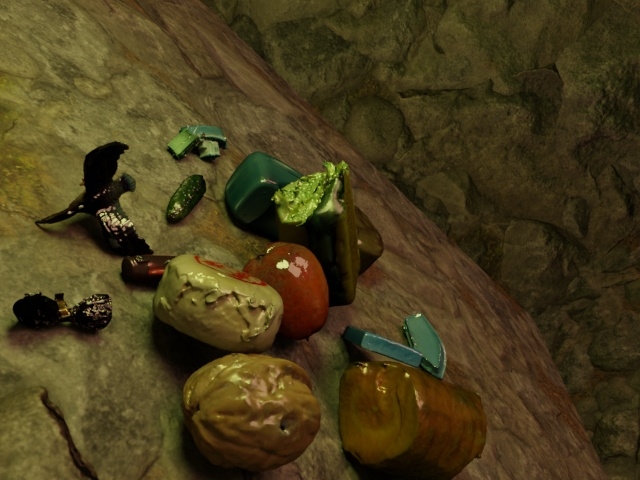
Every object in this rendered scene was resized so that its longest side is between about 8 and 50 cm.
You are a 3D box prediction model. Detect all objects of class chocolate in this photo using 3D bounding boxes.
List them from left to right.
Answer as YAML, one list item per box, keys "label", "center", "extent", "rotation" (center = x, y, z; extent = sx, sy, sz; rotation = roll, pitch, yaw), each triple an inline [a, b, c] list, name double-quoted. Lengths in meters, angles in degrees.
- label: "chocolate"
  center: [-0.405, 0.107, 0.757]
  extent: [0.147, 0.072, 0.070]
  rotation: [24, 19, -52]

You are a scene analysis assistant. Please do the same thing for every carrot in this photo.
- label: "carrot"
  center: [0.213, 0.413, 1.090]
  extent: [0.341, 0.241, 0.241]
  rotation: [29, 28, -29]

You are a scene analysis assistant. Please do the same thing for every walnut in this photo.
- label: "walnut"
  center: [-0.111, 0.286, 0.812]
  extent: [0.245, 0.198, 0.198]
  rotation: [22, 32, -41]

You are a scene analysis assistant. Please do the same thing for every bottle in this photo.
- label: "bottle"
  center: [-0.325, 0.056, 0.986]
  extent: [0.164, 0.060, 0.060]
  rotation: [6, 45, -56]

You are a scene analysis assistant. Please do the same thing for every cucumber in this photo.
- label: "cucumber"
  center: [-0.342, -0.109, 1.233]
  extent: [0.069, 0.069, 0.227]
  rotation: [39, 28, -16]

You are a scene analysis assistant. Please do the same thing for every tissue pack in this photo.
- label: "tissue pack"
  center: [-0.136, -0.132, 1.445]
  extent: [0.288, 0.198, 0.206]
  rotation: [27, 29, -35]

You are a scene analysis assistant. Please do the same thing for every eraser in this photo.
- label: "eraser"
  center: [0.146, 0.262, 1.222]
  extent: [0.144, 0.042, 0.312]
  rotation: [21, -9, -2]

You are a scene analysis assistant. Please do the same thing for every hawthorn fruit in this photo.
- label: "hawthorn fruit"
  center: [-0.069, 0.135, 1.140]
  extent: [0.262, 0.211, 0.210]
  rotation: [60, 19, -16]

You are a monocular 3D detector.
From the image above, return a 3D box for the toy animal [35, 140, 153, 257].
- label: "toy animal"
  center: [-0.440, -0.068, 0.944]
  extent: [0.160, 0.197, 0.272]
  rotation: [-129, -153, -55]

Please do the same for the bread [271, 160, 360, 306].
- label: "bread"
  center: [0.000, 0.000, 1.302]
  extent: [0.251, 0.209, 0.376]
  rotation: [-68, 151, -52]

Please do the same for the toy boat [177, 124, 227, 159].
- label: "toy boat"
  center: [-0.360, -0.302, 1.522]
  extent: [0.215, 0.089, 0.102]
  rotation: [-20, 102, -66]

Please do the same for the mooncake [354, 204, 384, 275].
- label: "mooncake"
  center: [0.091, -0.021, 1.716]
  extent: [0.284, 0.155, 0.284]
  rotation: [35, 26, -20]

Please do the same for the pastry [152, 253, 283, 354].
- label: "pastry"
  center: [-0.191, 0.119, 0.918]
  extent: [0.265, 0.133, 0.265]
  rotation: [24, 1, -1]

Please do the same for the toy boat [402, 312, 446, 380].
- label: "toy boat"
  center: [0.353, 0.360, 1.617]
  extent: [0.098, 0.110, 0.237]
  rotation: [72, -1, -46]

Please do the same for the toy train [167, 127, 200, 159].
- label: "toy train"
  center: [-0.395, -0.279, 1.393]
  extent: [0.056, 0.093, 0.038]
  rotation: [42, -11, 5]
